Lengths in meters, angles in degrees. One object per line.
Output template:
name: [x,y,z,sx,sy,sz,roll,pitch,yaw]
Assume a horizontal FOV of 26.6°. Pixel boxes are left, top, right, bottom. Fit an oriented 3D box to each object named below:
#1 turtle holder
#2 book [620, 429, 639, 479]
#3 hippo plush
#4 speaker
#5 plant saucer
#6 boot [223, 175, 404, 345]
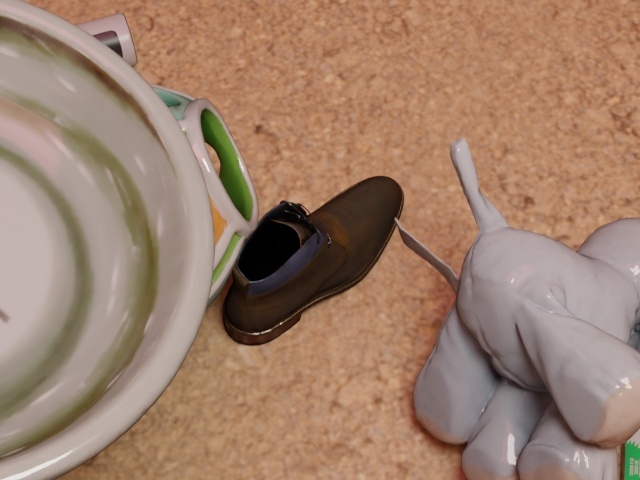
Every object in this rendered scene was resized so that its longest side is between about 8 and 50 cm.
turtle holder: [-0.169,-0.017,1.155,0.227,0.320,0.243,-24,80,10]
book: [0.333,0.209,1.173,0.144,0.035,0.096,7,59,4]
hippo plush: [0.220,0.080,1.168,0.236,0.234,0.294,-14,62,-36]
speaker: [-0.254,-0.182,1.340,0.136,0.055,0.055,-16,65,-10]
plant saucer: [-0.274,0.005,0.907,0.400,0.100,0.401,7,58,-11]
boot: [0.000,0.000,1.224,0.082,0.106,0.219,40,69,17]
